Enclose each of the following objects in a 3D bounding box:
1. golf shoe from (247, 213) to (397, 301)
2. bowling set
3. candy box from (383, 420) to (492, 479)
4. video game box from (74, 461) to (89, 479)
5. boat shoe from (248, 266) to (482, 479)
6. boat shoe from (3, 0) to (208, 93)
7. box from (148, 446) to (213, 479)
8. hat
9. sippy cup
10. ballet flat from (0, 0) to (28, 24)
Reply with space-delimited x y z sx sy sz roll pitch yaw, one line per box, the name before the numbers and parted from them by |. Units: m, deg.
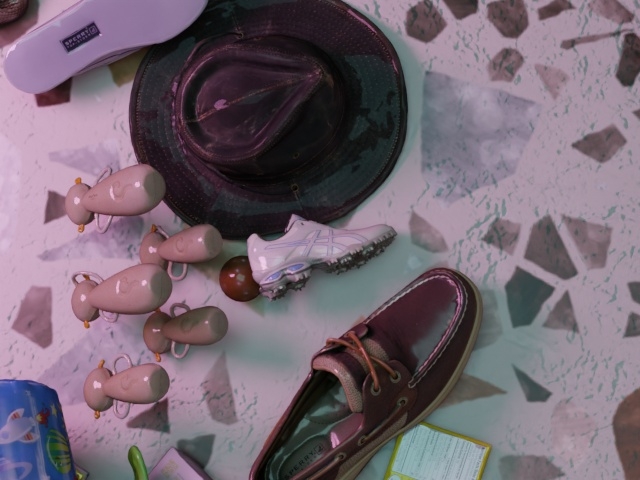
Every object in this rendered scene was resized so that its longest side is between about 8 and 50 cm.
golf shoe | 0.000 0.000 1.868 0.176 0.069 0.086 -19 73 -19
bowling set | -0.177 0.065 1.867 0.154 0.200 0.287 -12 73 45
candy box | 0.111 0.311 1.847 0.105 0.027 0.206 19 84 6
video game box | -0.397 0.294 1.869 0.187 0.048 0.205 36 86 4
boat shoe | 0.045 0.161 1.814 0.342 0.123 0.123 -46 65 0
boat shoe | -0.252 -0.256 1.925 0.258 0.084 0.095 -21 104 3
box | -0.196 0.408 1.774 0.322 0.058 0.232 -49 40 -4
hat | -0.067 -0.162 1.877 0.331 0.134 0.331 -1 81 4
sippy cup | -0.355 0.269 1.749 0.240 0.305 0.224 -18 72 38
ballet flat | -0.470 -0.260 1.956 0.250 0.058 0.084 -18 80 1
